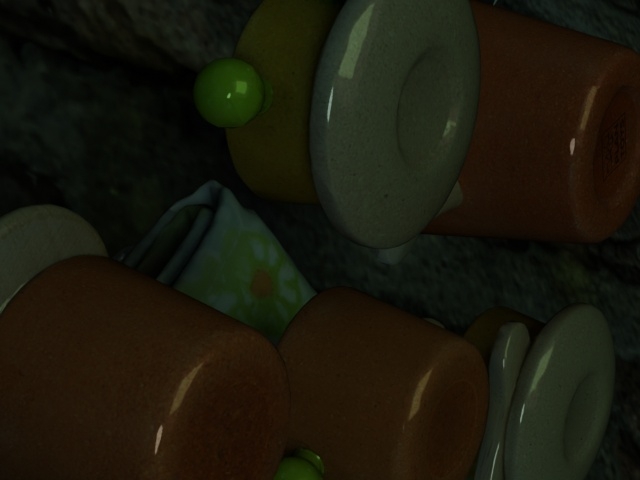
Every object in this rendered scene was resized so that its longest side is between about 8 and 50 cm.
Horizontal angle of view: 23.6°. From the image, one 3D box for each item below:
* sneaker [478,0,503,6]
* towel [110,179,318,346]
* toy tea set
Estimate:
[{"bbox_3d":[0.009,-0.215,0.734,0.108,0.100,0.271,-41,117,-29],"label":"sneaker"},{"bbox_3d":[-0.018,0.205,0.533,0.374,0.090,0.320,57,41,-18],"label":"towel"},{"bbox_3d":[0.000,0.000,0.521,0.336,0.124,0.200,6,97,-58],"label":"toy tea set"}]
